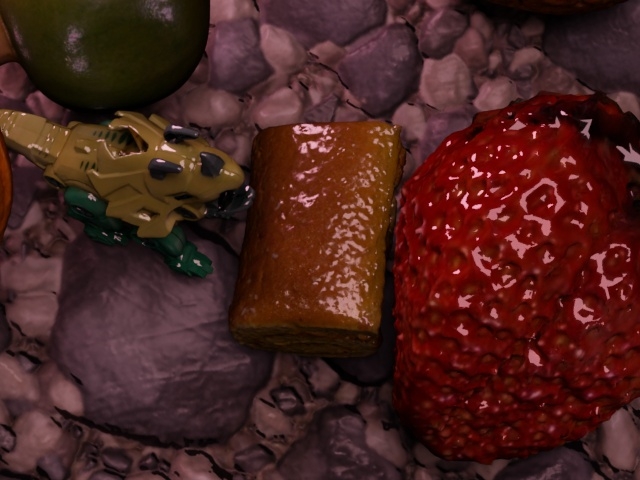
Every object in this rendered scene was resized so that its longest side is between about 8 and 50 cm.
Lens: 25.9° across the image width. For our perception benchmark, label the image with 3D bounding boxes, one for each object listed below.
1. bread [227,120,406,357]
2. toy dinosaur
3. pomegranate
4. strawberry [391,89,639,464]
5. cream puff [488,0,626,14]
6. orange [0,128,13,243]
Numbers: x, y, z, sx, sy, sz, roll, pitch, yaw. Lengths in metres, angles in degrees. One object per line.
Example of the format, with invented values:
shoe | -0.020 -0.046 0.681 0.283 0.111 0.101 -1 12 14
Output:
bread | 0.000 0.000 1.074 0.132 0.103 0.172 0 70 17
toy dinosaur | -0.163 -0.052 1.045 0.259 0.153 0.094 15 66 18
pomegranate | -0.196 -0.175 1.059 0.225 0.187 0.187 -20 78 -7
strawberry | 0.160 0.033 1.039 0.250 0.238 0.288 26 96 -10
cream puff | 0.200 -0.336 1.170 0.303 0.212 0.303 2 77 -8
orange | -0.341 -0.037 0.949 0.261 0.261 0.261 3 73 -11
